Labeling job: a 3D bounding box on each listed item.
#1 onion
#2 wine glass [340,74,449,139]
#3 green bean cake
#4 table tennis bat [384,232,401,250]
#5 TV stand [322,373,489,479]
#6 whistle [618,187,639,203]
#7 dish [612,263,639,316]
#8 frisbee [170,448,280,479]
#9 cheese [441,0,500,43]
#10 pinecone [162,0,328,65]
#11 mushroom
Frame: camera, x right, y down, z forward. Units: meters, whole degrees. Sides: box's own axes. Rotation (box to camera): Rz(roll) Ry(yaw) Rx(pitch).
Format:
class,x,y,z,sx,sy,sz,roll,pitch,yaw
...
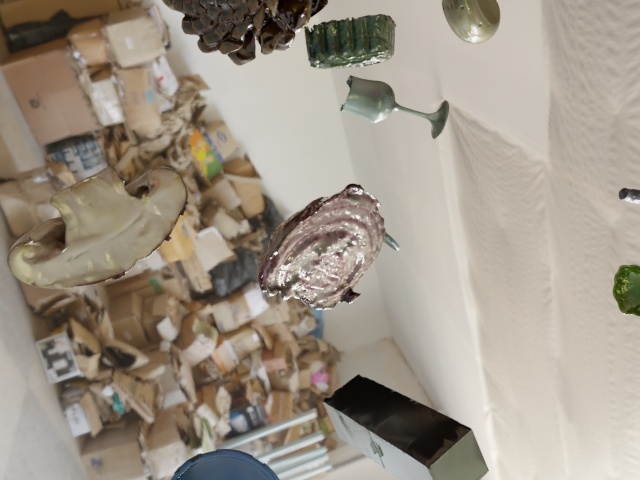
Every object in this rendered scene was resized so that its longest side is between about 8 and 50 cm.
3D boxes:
class,x,y,z,sx,sy,sz,roll,pitch,yaw
onion,0.000,0.000,1.312,0.146,0.280,0.314,40,5,39
wine glass,0.137,-0.251,1.181,0.079,0.195,0.079,-166,-90,-80
green bean cake,0.069,-0.419,1.344,0.173,0.181,0.094,-49,133,-72
table tennis bat,0.177,-0.031,1.923,0.149,0.038,0.237,42,-1,24
TV stand,0.114,0.288,0.940,0.269,0.088,0.083,8,-53,59
whistle,0.739,-0.089,1.382,0.033,0.176,0.033,-172,-90,-80
dish,0.568,0.086,1.061,0.137,0.039,0.091,11,-71,49
frisbee,-0.173,0.499,1.152,0.045,0.242,0.242,20,50,-86
cheese,0.384,-0.584,1.589,0.202,0.091,0.175,38,59,-40
pinecone,-0.119,-0.564,1.316,0.384,0.384,0.385,160,-90,-83
mushroom,-0.353,-0.024,1.003,0.151,0.285,0.156,9,-54,62
